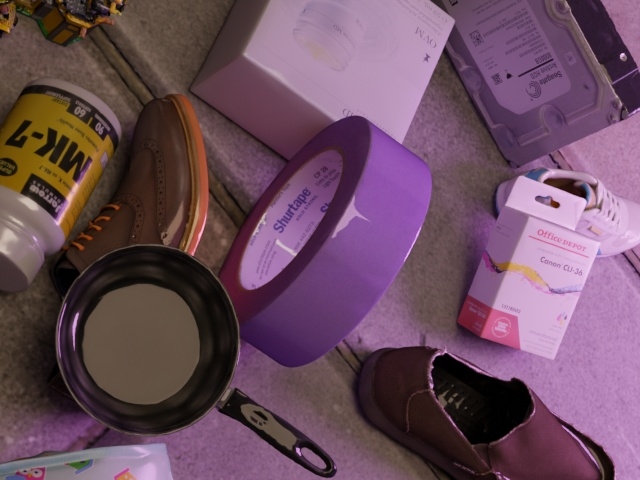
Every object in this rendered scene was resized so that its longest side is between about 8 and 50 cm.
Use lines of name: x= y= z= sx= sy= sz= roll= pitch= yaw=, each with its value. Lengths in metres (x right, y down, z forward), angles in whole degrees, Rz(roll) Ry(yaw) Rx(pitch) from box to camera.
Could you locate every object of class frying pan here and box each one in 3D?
frying pan: x=-0.120 y=0.118 z=1.886 sx=0.326 sy=0.053 sz=0.197 roll=16 pitch=79 yaw=-22

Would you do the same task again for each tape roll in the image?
tape roll: x=0.000 y=0.000 z=1.990 sx=0.090 sy=0.275 sz=0.275 roll=34 pitch=61 yaw=-20

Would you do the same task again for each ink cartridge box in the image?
ink cartridge box: x=0.261 y=0.033 z=2.221 sx=0.115 sy=0.067 sz=0.198 roll=18 pitch=96 yaw=-27

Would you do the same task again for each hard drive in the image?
hard drive: x=0.240 y=-0.273 z=2.247 sx=0.064 sy=0.237 sz=0.339 roll=-32 pitch=95 yaw=-34

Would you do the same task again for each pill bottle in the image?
pill bottle: x=-0.303 y=-0.057 z=1.911 sx=0.119 sy=0.119 sz=0.208 roll=35 pitch=60 yaw=-19

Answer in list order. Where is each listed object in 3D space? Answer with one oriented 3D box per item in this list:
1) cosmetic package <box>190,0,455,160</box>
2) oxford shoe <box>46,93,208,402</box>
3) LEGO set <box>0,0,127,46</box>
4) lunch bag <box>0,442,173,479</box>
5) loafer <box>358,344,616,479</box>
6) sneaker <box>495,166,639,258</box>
cosmetic package: x=0.005 y=-0.218 z=2.143 sx=0.224 sy=0.138 sz=0.225 roll=34 pitch=62 yaw=-19
oxford shoe: x=-0.209 y=0.003 z=1.950 sx=0.132 sy=0.130 sz=0.364 roll=15 pitch=69 yaw=-24
LEGO set: x=-0.284 y=-0.391 z=1.975 sx=0.255 sy=0.192 sz=0.331 roll=29 pitch=63 yaw=-22
lunch bag: x=-0.256 y=0.320 z=1.808 sx=0.262 sy=0.160 sz=0.223 roll=-4 pitch=78 yaw=-27
loafer: x=0.216 y=0.235 z=2.145 sx=0.366 sy=0.130 sz=0.134 roll=27 pitch=63 yaw=-23
sneaker: x=0.338 y=-0.036 z=2.326 sx=0.228 sy=0.092 sz=0.087 roll=11 pitch=69 yaw=-31
